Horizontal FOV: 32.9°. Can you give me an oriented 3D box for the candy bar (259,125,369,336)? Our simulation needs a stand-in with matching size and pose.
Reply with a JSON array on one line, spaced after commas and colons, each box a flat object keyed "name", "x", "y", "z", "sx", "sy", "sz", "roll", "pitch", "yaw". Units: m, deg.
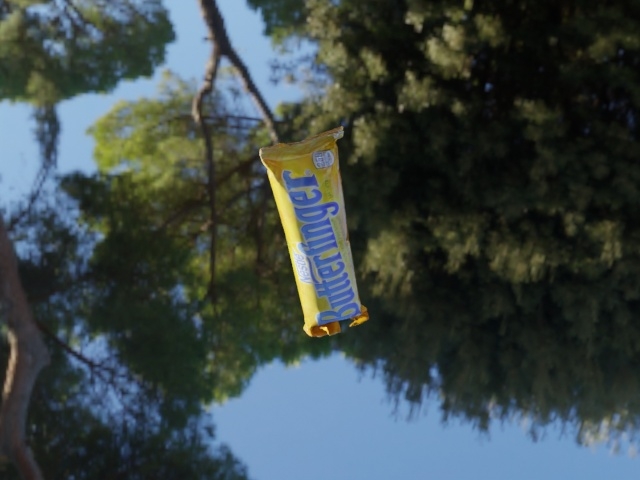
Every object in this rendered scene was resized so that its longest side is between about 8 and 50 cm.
[{"name": "candy bar", "x": 0.000, "y": 0.000, "z": 0.555, "sx": 0.040, "sy": 0.161, "sz": 0.018, "roll": -19, "pitch": -128, "yaw": -6}]
